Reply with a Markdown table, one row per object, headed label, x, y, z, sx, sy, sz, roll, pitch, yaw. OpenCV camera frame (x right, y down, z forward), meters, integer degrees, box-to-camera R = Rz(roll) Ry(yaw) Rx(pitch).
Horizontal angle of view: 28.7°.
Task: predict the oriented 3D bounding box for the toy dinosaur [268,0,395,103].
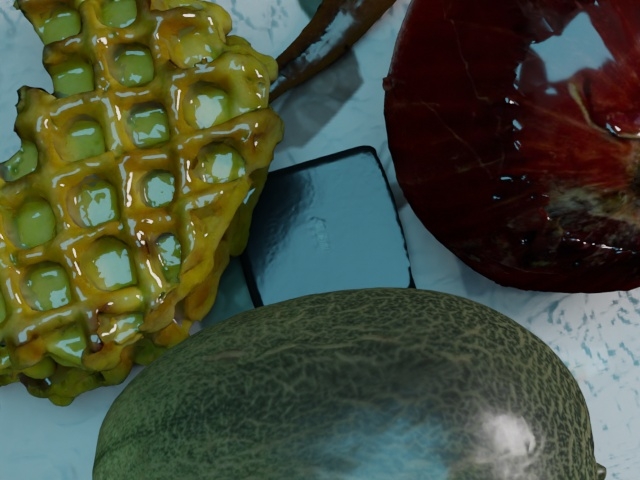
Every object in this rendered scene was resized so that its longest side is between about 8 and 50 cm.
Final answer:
| label | x | y | z | sx | sy | sz | roll | pitch | yaw |
| --- | --- | --- | --- | --- | --- | --- | --- | --- | --- |
| toy dinosaur | 0.083 | -0.260 | 0.968 | 0.208 | 0.097 | 0.432 | 11 | 74 | 20 |

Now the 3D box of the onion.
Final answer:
| label | x | y | z | sx | sy | sz | roll | pitch | yaw |
| --- | --- | --- | --- | --- | --- | --- | --- | --- | --- |
| onion | 0.177 | -0.094 | 0.855 | 0.276 | 0.276 | 0.276 | -1 | 77 | 3 |

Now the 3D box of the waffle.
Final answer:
| label | x | y | z | sx | sy | sz | roll | pitch | yaw |
| --- | --- | --- | --- | --- | --- | --- | --- | --- | --- |
| waffle | -0.179 | -0.041 | 0.897 | 0.261 | 0.151 | 0.324 | 30 | 85 | 18 |

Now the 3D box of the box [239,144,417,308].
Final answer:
| label | x | y | z | sx | sy | sz | roll | pitch | yaw |
| --- | --- | --- | --- | --- | --- | --- | --- | --- | --- |
| box | 0.000 | 0.000 | 0.949 | 0.125 | 0.027 | 0.126 | -16 | 78 | 3 |

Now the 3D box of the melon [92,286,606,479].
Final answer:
| label | x | y | z | sx | sy | sz | roll | pitch | yaw |
| --- | --- | --- | --- | --- | --- | --- | --- | --- | --- |
| melon | 0.016 | 0.155 | 0.801 | 0.329 | 0.248 | 0.249 | -4 | 77 | 10 |
